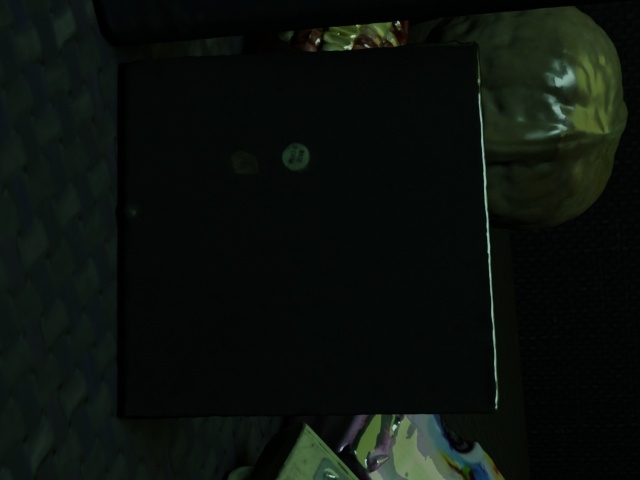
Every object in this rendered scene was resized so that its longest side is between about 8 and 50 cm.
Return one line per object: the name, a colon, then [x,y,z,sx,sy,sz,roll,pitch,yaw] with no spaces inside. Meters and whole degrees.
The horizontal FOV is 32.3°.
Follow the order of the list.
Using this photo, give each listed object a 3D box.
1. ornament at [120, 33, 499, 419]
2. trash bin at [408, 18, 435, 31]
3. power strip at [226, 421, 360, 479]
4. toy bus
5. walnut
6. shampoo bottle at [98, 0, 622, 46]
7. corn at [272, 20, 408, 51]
ornament: [0.000,0.000,0.541,0.196,0.153,0.166,59,30,-81]
trash bin: [0.157,-0.322,1.204,0.175,0.161,0.175,-5,90,-75]
power strip: [0.049,0.213,0.581,0.268,0.034,0.092,48,38,-11]
toy bus: [0.082,0.194,0.706,0.274,0.090,0.112,54,37,-15]
walnut: [0.206,-0.134,1.163,0.248,0.248,0.248,-3,90,-77]
shampoo bottle: [0.060,-0.138,0.424,0.071,0.310,0.098,-64,149,-63]
corn: [0.009,-0.145,0.687,0.098,0.098,0.289,69,25,-52]
